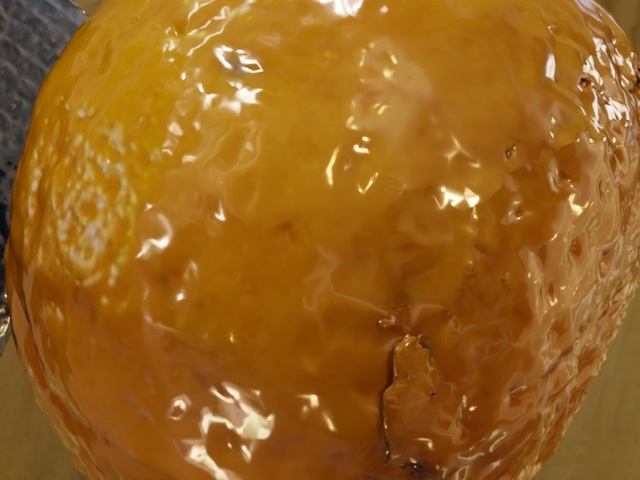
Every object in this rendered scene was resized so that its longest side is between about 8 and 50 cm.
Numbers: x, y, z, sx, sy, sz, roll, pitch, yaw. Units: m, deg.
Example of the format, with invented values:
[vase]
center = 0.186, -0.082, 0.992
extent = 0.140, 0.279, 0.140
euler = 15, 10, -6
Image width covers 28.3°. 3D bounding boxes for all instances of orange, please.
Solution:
[orange]
center = 0.000, 0.000, 0.631
extent = 0.340, 0.293, 0.340
euler = -52, 158, -30

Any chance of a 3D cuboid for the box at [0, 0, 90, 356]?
[box]
center = -0.294, -0.087, 0.795
extent = 0.279, 0.116, 0.261
euler = 39, 62, -43
